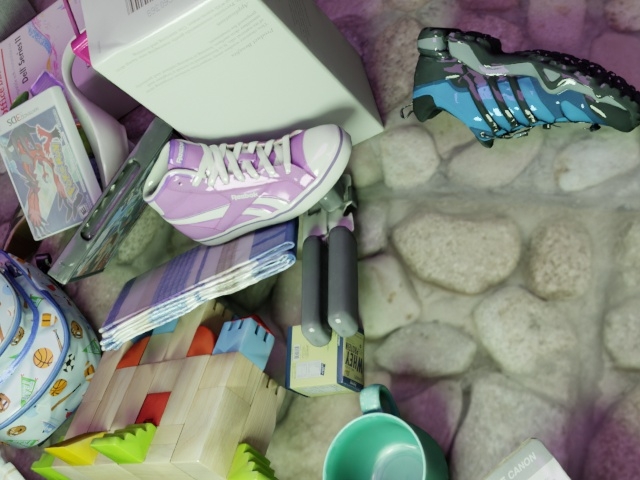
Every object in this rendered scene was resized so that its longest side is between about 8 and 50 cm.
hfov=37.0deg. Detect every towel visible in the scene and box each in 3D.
[{"bbox_3d":[-0.155,0.043,1.279,0.285,0.034,0.209,-26,17,7],"label":"towel"}]

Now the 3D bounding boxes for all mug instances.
[{"bbox_3d":[0.086,0.258,1.095,0.129,0.097,0.158,18,80,36],"label":"mug"}]

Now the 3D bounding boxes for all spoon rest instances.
[{"bbox_3d":[-0.336,-0.190,1.426,0.084,0.137,0.276,-7,74,-13],"label":"spoon rest"}]

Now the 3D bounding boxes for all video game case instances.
[{"bbox_3d":[-0.417,-0.113,1.457,0.183,0.023,0.201,-16,97,41],"label":"video game case"},{"bbox_3d":[-0.277,-0.055,1.365,0.035,0.275,0.248,35,90,-4],"label":"video game case"}]

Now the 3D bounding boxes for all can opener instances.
[{"bbox_3d":[0.000,0.000,1.229,0.076,0.095,0.283,-21,40,20],"label":"can opener"}]

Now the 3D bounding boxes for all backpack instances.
[{"bbox_3d":[-0.462,0.163,1.409,0.263,0.213,0.276,35,87,26],"label":"backpack"}]

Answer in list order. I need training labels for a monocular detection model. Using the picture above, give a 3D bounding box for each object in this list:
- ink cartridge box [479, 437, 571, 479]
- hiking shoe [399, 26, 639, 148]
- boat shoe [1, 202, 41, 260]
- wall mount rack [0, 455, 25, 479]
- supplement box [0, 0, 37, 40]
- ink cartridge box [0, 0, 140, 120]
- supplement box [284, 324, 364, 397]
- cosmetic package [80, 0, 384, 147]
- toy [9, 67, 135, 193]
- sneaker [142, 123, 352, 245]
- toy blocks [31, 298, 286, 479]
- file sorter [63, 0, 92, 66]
[{"bbox_3d":[0.201,0.399,0.947,0.309,0.130,0.272,-42,53,9],"label":"ink cartridge box"},{"bbox_3d":[0.252,-0.174,1.194,0.304,0.113,0.132,23,113,30],"label":"hiking shoe"},{"bbox_3d":[-0.487,-0.032,1.593,0.049,0.056,0.152,12,67,39],"label":"boat shoe"},{"bbox_3d":[-0.431,0.450,1.288,0.350,0.130,0.304,41,131,23],"label":"wall mount rack"},{"bbox_3d":[-0.628,-0.401,1.729,0.111,0.114,0.220,-20,25,23],"label":"supplement box"},{"bbox_3d":[-0.442,-0.273,1.622,0.353,0.119,0.207,-31,58,17],"label":"ink cartridge box"},{"bbox_3d":[0.006,0.150,1.214,0.083,0.056,0.083,-10,66,28],"label":"supplement box"},{"bbox_3d":[-0.100,-0.233,1.238,0.217,0.385,0.156,-25,60,17],"label":"cosmetic package"},{"bbox_3d":[-0.392,-0.143,1.501,0.237,0.056,0.137,42,99,3],"label":"toy"},{"bbox_3d":[-0.106,-0.089,1.223,0.282,0.161,0.102,-27,47,26],"label":"sneaker"},{"bbox_3d":[-0.180,0.193,1.244,0.381,0.191,0.261,-13,46,40],"label":"toy blocks"},{"bbox_3d":[-0.207,-0.316,1.397,0.202,0.290,0.182,-36,53,13],"label":"file sorter"}]
